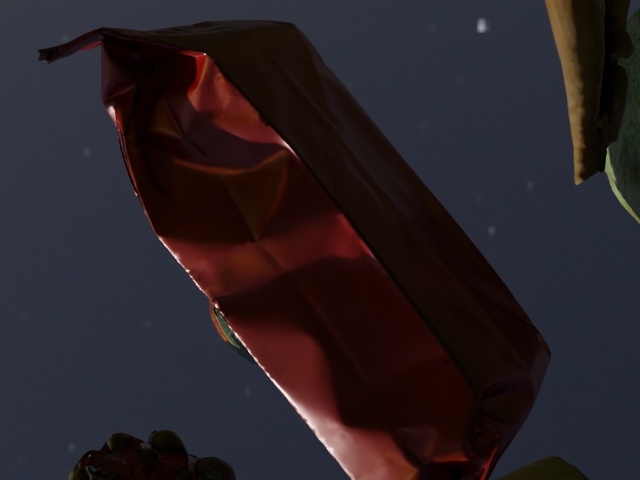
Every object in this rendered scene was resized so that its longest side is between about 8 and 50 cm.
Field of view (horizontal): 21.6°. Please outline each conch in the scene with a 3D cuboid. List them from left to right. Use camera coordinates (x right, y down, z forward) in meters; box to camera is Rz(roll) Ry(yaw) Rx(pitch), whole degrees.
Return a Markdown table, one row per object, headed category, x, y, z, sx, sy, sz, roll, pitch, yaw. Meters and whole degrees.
| category | x | y | z | sx | sy | sz | roll | pitch | yaw |
| --- | --- | --- | --- | --- | --- | --- | --- | --- | --- |
| conch | 0.138 | -0.197 | 0.971 | 0.093 | 0.330 | 0.109 | 3 | 178 | 17 |

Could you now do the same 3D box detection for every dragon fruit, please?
| category | x | y | z | sx | sy | sz | roll | pitch | yaw |
| --- | --- | --- | --- | --- | --- | --- | --- | --- | --- |
| dragon fruit | -0.157 | 0.326 | 1.816 | 0.273 | 0.218 | 0.198 | 35 | -174 | 4 |

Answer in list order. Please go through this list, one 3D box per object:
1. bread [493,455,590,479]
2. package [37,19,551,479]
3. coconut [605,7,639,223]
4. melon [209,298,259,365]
| category | x | y | z | sx | sy | sz | roll | pitch | yaw |
| --- | --- | --- | --- | --- | --- | --- | --- | --- | --- |
| bread | 0.221 | 0.283 | 1.271 | 0.142 | 0.178 | 0.266 | -46 | -120 | -6 |
| package | 0.000 | 0.001 | 1.143 | 0.123 | 0.423 | 0.196 | -39 | -179 | 19 |
| coconut | 0.432 | -0.109 | 1.741 | 0.281 | 0.328 | 0.328 | -24 | -147 | -15 |
| melon | -0.024 | 0.051 | 1.748 | 0.182 | 0.182 | 0.288 | -10 | 178 | -15 |
